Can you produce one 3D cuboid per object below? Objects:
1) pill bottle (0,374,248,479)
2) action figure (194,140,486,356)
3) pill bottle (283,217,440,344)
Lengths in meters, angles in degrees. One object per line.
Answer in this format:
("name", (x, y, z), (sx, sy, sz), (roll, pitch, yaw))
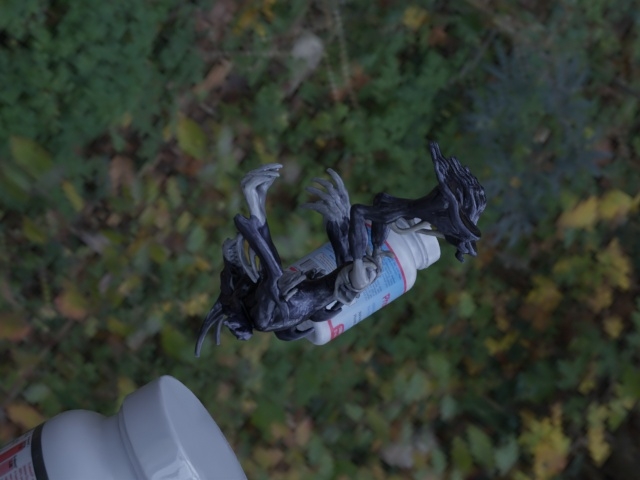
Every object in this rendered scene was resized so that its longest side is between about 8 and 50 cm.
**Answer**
("pill bottle", (-0.256, 0.289, 1.413), (0.363, 0.210, 0.210), (-32, 158, 7))
("action figure", (0.000, 0.000, 1.270), (0.276, 0.141, 0.164), (-24, 174, 19))
("pill bottle", (0.040, 0.032, 1.538), (0.160, 0.087, 0.087), (-31, 151, -17))
